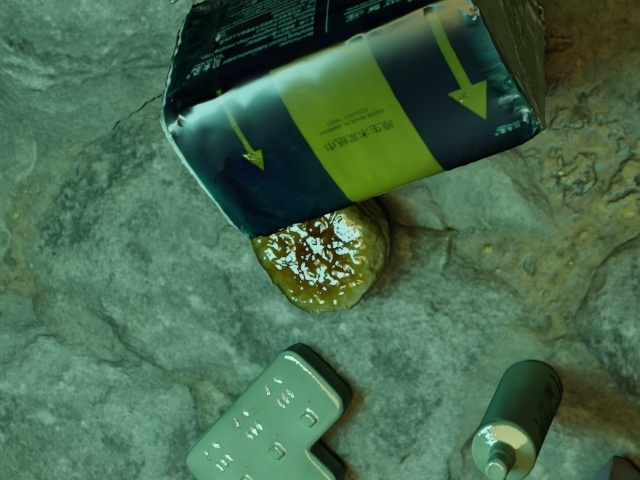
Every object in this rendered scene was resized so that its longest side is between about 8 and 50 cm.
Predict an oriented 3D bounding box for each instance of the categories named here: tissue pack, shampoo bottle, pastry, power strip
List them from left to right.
[{"bbox_3d":[-0.053,0.294,2.094,0.193,0.059,0.265,44,114,5],"label":"power strip"},{"bbox_3d":[0.000,0.000,1.970,0.192,0.093,0.182,46,116,5],"label":"pastry"},{"bbox_3d":[0.049,-0.210,1.767,0.416,0.264,0.253,-21,127,23],"label":"tissue pack"},{"bbox_3d":[0.247,0.237,1.866,0.085,0.262,0.085,5,108,17],"label":"shampoo bottle"}]

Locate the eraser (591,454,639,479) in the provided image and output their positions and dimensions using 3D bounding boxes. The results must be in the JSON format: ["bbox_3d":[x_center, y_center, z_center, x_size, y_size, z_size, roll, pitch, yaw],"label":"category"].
[{"bbox_3d":[0.392,0.507,1.982,0.272,0.122,0.359,36,115,3],"label":"eraser"}]

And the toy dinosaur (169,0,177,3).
[{"bbox_3d":[0.040,-0.354,1.855,0.331,0.129,0.383,36,116,-4],"label":"toy dinosaur"}]
